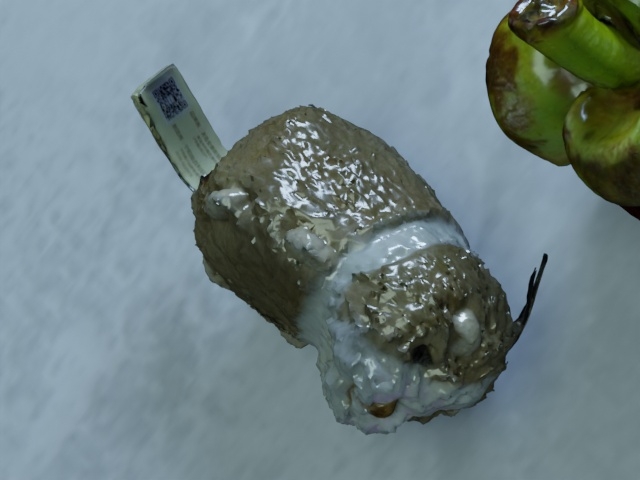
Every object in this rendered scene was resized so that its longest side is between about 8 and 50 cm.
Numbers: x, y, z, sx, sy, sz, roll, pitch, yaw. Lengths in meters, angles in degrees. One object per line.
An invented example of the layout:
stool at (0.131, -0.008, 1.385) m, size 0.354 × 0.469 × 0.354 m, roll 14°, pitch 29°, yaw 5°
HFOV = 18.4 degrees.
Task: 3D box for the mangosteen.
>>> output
mangosteen at (0.153, -0.063, 0.811) m, size 0.156 × 0.181 × 0.146 m, roll -35°, pitch 86°, yaw 38°

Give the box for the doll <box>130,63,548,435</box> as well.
doll at (-0.001, 0.001, 0.923) m, size 0.221 × 0.105 × 0.115 m, roll 38°, pitch 65°, yaw 26°
